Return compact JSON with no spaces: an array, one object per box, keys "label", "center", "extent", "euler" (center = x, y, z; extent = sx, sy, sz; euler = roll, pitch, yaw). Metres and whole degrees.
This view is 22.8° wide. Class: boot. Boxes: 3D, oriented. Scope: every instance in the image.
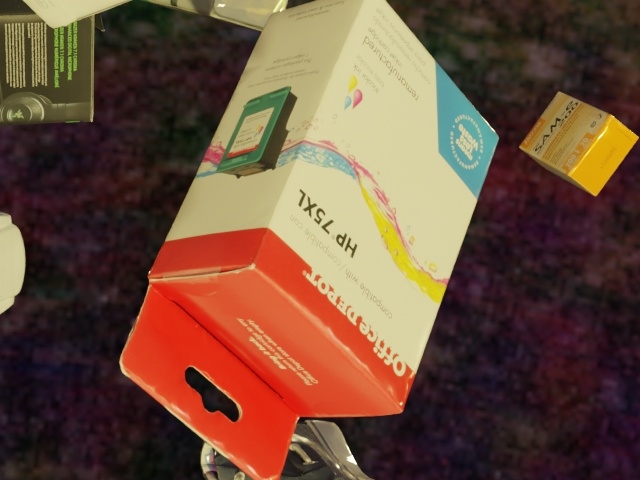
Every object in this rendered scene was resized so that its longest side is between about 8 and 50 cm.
[{"label":"boot","center":[-0.014,0.161,0.932],"extent":[0.086,0.069,0.190],"euler":[-2,14,-15]}]

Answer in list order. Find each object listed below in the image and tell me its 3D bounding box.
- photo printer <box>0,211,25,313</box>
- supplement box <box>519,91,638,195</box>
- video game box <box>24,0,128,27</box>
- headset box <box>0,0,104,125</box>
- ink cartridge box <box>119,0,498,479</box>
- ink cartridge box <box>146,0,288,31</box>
[{"label":"photo printer","center":[-0.461,0.026,1.425],"extent":[0.307,0.107,0.256],"euler":[7,16,23]},{"label":"supplement box","center":[0.216,-0.083,1.337],"extent":[0.036,0.062,0.098],"euler":[34,3,-24]},{"label":"video game box","center":[-0.037,-0.202,0.694],"extent":[0.187,0.205,0.048],"euler":[-12,-40,31]},{"label":"headset box","center":[-0.359,-0.232,1.580],"extent":[0.283,0.131,0.246],"euler":[-5,40,-14]},{"label":"ink cartridge box","center":[0.000,0.000,0.829],"extent":[0.078,0.231,0.134],"euler":[-8,-40,41]},{"label":"ink cartridge box","center":[-0.105,-0.307,1.662],"extent":[0.087,0.153,0.208],"euler":[12,8,-32]}]
